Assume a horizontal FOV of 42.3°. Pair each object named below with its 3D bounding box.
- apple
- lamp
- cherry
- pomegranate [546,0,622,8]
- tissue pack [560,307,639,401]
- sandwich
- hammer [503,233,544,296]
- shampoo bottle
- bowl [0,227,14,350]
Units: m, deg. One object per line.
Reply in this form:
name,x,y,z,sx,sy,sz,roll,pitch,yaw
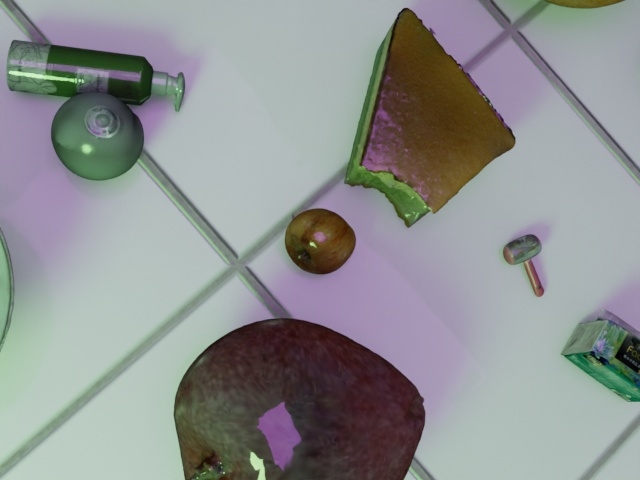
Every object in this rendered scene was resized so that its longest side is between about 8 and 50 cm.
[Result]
apple,0.000,0.000,1.009,0.084,0.084,0.071,42,51,-2
lamp,-0.259,-0.121,0.966,0.105,0.105,0.105,2,81,-10
cherry,-0.027,0.210,0.903,0.307,0.221,0.261,-13,92,-25
pomegranate,0.332,-0.447,1.035,0.319,0.319,0.319,2,81,-10
tissue pack,0.384,0.145,1.053,0.111,0.085,0.079,35,76,-3
sandwich,0.102,-0.145,1.032,0.186,0.108,0.220,-39,92,-14
hammer,0.272,0.036,1.081,0.052,0.031,0.083,-24,97,-10
shampoo bottle,-0.267,-0.196,1.000,0.204,0.065,0.065,5,80,-10
bowl,-0.473,0.061,0.876,0.313,0.146,0.313,1,82,-9
